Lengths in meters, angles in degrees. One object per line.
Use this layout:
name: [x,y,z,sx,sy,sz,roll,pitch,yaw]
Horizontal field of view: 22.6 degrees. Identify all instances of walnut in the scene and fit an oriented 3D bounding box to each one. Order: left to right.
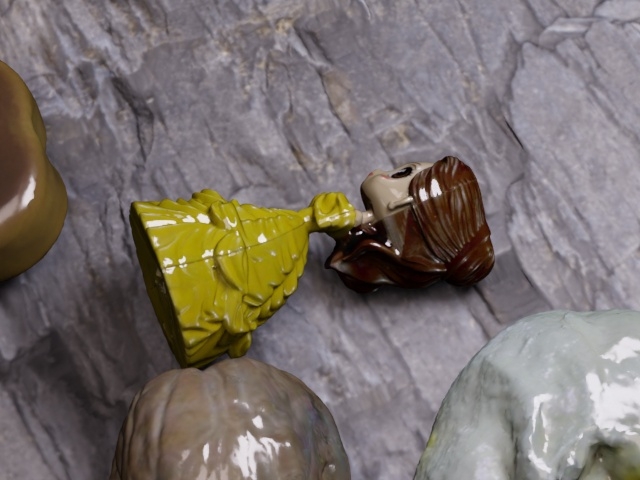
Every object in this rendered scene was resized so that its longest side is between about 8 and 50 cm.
walnut: [-0.076,0.209,1.343,0.224,0.224,0.224,-2,65,5]

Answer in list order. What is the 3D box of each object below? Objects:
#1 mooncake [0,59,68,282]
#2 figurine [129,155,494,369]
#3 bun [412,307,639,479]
mooncake: [-0.366,-0.058,1.547,0.234,0.117,0.235,-3,65,7]
figurine: [-0.002,-0.004,1.469,0.315,0.187,0.168,-18,60,-12]
bun: [0.248,0.220,1.286,0.361,0.211,0.362,1,70,-2]
